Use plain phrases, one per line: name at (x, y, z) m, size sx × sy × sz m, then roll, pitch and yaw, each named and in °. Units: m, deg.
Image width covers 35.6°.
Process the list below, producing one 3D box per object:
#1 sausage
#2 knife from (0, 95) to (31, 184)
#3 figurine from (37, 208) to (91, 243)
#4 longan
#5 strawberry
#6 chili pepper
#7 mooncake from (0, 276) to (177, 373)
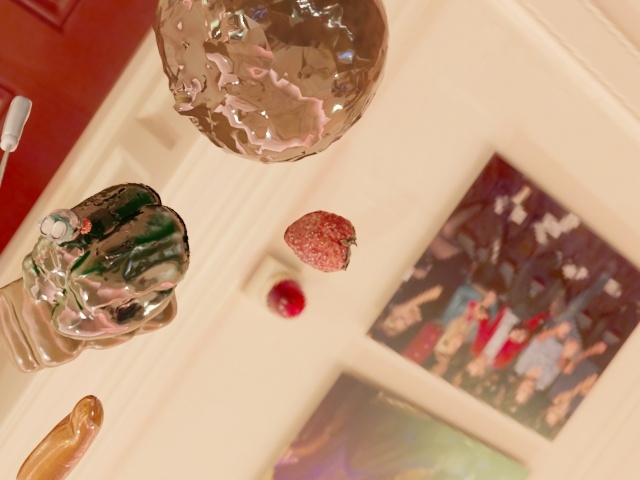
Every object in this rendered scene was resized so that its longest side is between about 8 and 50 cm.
sausage at (-0.307, 0.248, 1.190) m, size 0.054 × 0.183 × 0.062 m, roll 31°, pitch -159°, yaw -30°
knife at (-0.674, -0.175, 2.128) m, size 0.044 × 0.080 × 0.331 m, roll 21°, pitch -129°, yaw -24°
figurine at (-0.351, -0.019, 1.362) m, size 0.060 × 0.047 × 0.106 m, roll 3°, pitch -175°, yaw -3°
longan at (-0.083, -0.319, 1.610) m, size 0.391 × 0.391 × 0.391 m, roll 35°, pitch -176°, yaw -3°
strawberry at (0.003, -0.002, 2.152) m, size 0.148 × 0.131 × 0.131 m, roll 24°, pitch -173°, yaw -13°
chili pepper at (-0.371, 0.039, 1.732) m, size 0.233 × 0.248 × 0.257 m, roll 43°, pitch -135°, yaw 19°
mooncake at (-0.481, 0.136, 2.062) m, size 0.378 × 0.378 × 0.200 m, roll -14°, pitch -98°, yaw -85°
